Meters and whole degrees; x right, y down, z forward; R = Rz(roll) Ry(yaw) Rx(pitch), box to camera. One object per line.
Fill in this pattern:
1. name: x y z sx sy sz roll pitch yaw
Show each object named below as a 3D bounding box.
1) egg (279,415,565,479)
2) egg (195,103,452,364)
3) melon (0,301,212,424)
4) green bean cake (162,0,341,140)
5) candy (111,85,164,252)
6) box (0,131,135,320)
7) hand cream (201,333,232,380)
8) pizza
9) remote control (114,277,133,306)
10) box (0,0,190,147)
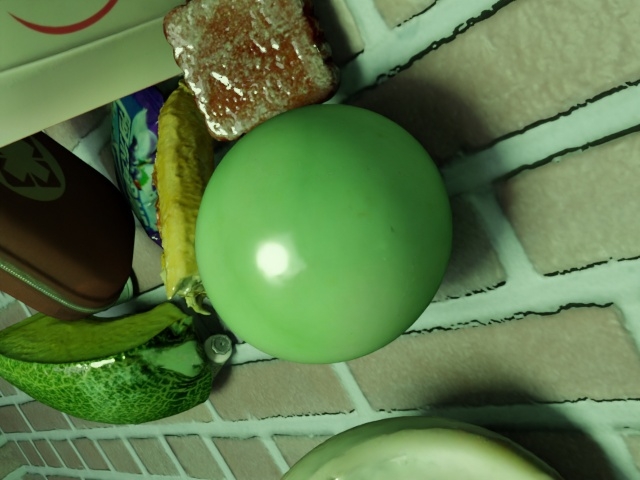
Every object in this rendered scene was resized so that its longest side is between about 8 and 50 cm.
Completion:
1. egg: 0.087 0.364 0.782 0.354 0.354 0.340 50 167 8
2. egg: 0.000 0.000 0.672 0.220 0.220 0.269 47 153 11
3. melon: -0.319 0.183 1.170 0.331 0.226 0.343 32 168 -30
4. green bean cake: -0.061 -0.173 0.699 0.135 0.056 0.135 -20 101 17
5. candy: -0.225 -0.101 0.977 0.145 0.070 0.275 45 146 35
6. box: -0.399 -0.067 0.927 0.108 0.263 0.404 -39 124 18
7. hand cream: -0.177 0.189 1.171 0.067 0.042 0.194 47 147 4
8. pizza: -0.155 0.004 0.871 0.287 0.075 0.280 98 167 -48
9. remote control: -0.400 0.008 1.273 0.247 0.052 0.104 49 142 13
10. box: -0.336 -0.305 0.740 0.314 0.312 0.300 31 135 29
